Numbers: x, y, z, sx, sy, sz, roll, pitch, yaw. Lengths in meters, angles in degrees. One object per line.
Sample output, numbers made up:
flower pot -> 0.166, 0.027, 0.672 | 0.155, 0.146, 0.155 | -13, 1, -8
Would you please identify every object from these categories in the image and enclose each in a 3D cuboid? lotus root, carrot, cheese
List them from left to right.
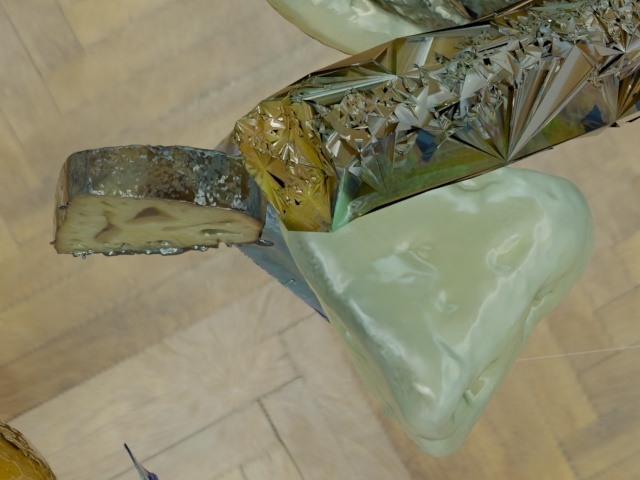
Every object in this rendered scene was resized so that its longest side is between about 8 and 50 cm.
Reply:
lotus root -> -0.180, -0.039, 1.639 | 0.261, 0.170, 0.074 | -3, 70, 18
cheese -> 0.090, 0.017, 1.401 | 0.248, 0.173, 0.251 | 39, 77, 22
carrot -> 0.077, -0.058, 0.595 | 0.229, 0.069, 0.069 | -21, 86, -29

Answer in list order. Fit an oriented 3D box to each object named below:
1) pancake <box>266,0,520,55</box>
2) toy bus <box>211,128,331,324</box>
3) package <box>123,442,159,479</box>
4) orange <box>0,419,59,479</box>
pancake -> -0.015, -0.238, 1.035 | 0.387, 0.387, 0.082 | 45, 111, 2
toy bus -> 0.000, 0.000, 1.859 | 0.317, 0.112, 0.138 | 40, 122, -21
package -> -0.082, 0.246, 1.217 | 0.027, 0.171, 0.173 | -34, 51, -2
orange -> -0.252, 0.206, 0.994 | 0.219, 0.193, 0.219 | 9, 47, -10
